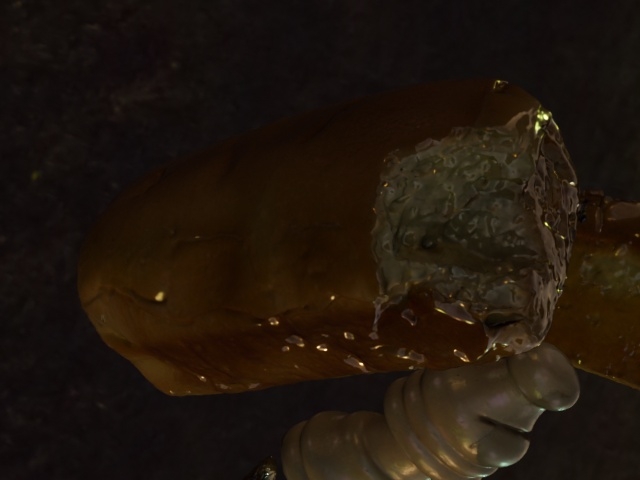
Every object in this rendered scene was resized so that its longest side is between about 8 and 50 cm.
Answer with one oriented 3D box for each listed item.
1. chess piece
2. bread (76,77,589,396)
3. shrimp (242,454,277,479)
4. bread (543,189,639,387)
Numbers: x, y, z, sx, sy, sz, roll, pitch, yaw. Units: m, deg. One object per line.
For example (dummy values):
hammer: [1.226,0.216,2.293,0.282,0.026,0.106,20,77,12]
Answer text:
chess piece: [0.109,0.175,1.148,0.124,0.139,0.307,1,149,-45]
bread: [-0.002,-0.006,0.820,0.149,0.344,0.195,53,41,-31]
shrimp: [-0.069,0.253,1.155,0.083,0.023,0.114,85,28,-54]
bread: [0.390,0.076,1.444,0.398,0.398,0.215,24,86,-58]
